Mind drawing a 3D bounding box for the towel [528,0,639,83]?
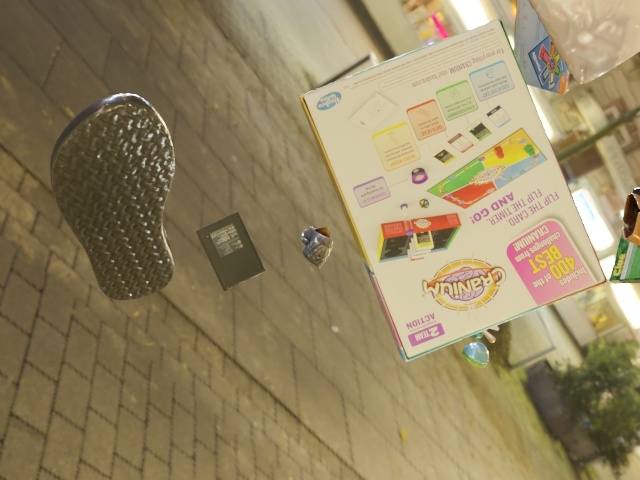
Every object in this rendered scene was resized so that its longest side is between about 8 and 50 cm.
[{"bbox_3d":[0.532,-0.488,1.370,0.332,0.317,0.053,45,21,-30],"label":"towel"}]

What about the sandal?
[{"bbox_3d":[-0.309,-0.063,1.148,0.446,0.167,0.107,103,-31,-53],"label":"sandal"}]

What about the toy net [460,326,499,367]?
[{"bbox_3d":[0.393,0.241,1.973,0.122,0.045,0.232,28,24,10],"label":"toy net"}]

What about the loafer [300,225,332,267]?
[{"bbox_3d":[0.000,0.000,1.580,0.062,0.061,0.170,36,12,-17],"label":"loafer"}]

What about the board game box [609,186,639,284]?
[{"bbox_3d":[0.782,-0.018,1.827,0.030,0.136,0.260,31,70,-27],"label":"board game box"}]

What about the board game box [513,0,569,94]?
[{"bbox_3d":[0.544,-0.495,1.862,0.145,0.027,0.281,25,-35,30],"label":"board game box"}]

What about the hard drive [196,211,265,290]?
[{"bbox_3d":[-0.181,0.023,1.548,0.135,0.094,0.022,65,-14,-3],"label":"hard drive"}]

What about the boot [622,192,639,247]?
[{"bbox_3d":[0.562,-0.044,1.235,0.152,0.073,0.197,22,47,-5],"label":"boot"}]

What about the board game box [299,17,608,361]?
[{"bbox_3d":[0.144,-0.056,0.861,0.064,0.242,0.317,86,-16,-88],"label":"board game box"}]
